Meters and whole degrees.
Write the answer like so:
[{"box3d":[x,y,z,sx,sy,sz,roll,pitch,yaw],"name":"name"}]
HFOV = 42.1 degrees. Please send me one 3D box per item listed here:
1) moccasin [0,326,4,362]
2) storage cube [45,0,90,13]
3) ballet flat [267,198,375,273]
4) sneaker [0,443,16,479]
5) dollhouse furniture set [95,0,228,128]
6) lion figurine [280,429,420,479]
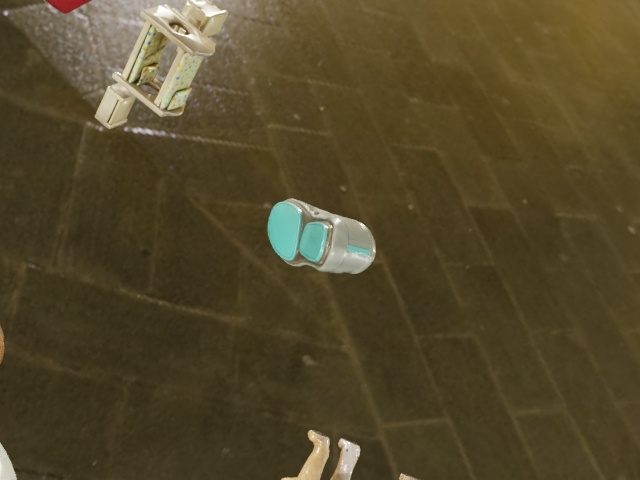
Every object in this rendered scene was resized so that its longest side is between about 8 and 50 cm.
[{"box3d":[-0.423,0.144,0.604,0.139,0.147,0.380,44,48,18],"name":"moccasin"},{"box3d":[-0.241,-0.368,0.811,0.215,0.193,0.184,28,38,-79],"name":"storage cube"},{"box3d":[0.000,0.000,0.910,0.068,0.072,0.213,11,5,-21],"name":"ballet flat"},{"box3d":[-0.324,0.064,0.383,0.366,0.135,0.150,35,27,-4],"name":"sneaker"},{"box3d":[-0.203,-0.233,1.182,0.101,0.182,0.161,39,33,6],"name":"dollhouse furniture set"},{"box3d":[0.051,0.425,1.177,0.142,0.392,0.240,28,80,-47],"name":"lion figurine"}]
